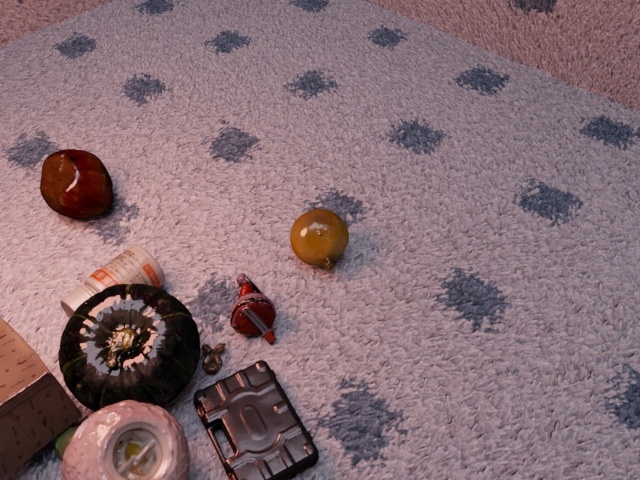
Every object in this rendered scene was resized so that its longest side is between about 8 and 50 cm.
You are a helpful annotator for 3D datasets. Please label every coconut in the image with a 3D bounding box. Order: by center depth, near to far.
[{"bbox_3d":[-0.559,0.463,1.297,0.081,0.082,0.083,23,44,-31],"label":"coconut"}]

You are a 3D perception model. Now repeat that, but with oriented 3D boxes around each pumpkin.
[{"bbox_3d":[-0.450,0.258,1.370,0.323,0.241,0.323,4,63,-7],"label":"pumpkin"}]

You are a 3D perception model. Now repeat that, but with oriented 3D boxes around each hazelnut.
[{"bbox_3d":[-0.763,-0.170,1.799,0.218,0.218,0.233,-18,70,-16],"label":"hazelnut"}]

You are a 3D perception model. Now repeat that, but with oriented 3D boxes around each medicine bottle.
[{"bbox_3d":[-0.557,0.134,1.548,0.144,0.144,0.252,34,58,26],"label":"medicine bottle"}]

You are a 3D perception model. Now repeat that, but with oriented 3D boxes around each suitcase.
[{"bbox_3d":[-0.154,0.434,1.332,0.206,0.066,0.285,-23,52,-21],"label":"suitcase"}]

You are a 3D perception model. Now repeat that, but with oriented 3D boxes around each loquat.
[{"bbox_3d":[0.000,0.000,1.667,0.172,0.149,0.204,-12,61,-16],"label":"loquat"}]

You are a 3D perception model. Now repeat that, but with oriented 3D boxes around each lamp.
[{"bbox_3d":[-0.275,0.304,1.474,0.063,0.031,0.083,-4,52,-2],"label":"lamp"}]

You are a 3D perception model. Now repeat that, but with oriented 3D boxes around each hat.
[{"bbox_3d":[-0.187,0.164,1.565,0.140,0.129,0.227,29,19,-29],"label":"hat"}]

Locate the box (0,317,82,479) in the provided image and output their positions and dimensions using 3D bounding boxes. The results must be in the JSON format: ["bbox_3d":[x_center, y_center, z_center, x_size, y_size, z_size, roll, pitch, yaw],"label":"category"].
[{"bbox_3d":[-0.735,0.344,1.293,0.297,0.190,0.225,27,52,36],"label":"box"}]

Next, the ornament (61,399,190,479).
[{"bbox_3d":[-0.403,0.465,1.189,0.259,0.225,0.259,17,51,-23],"label":"ornament"}]
